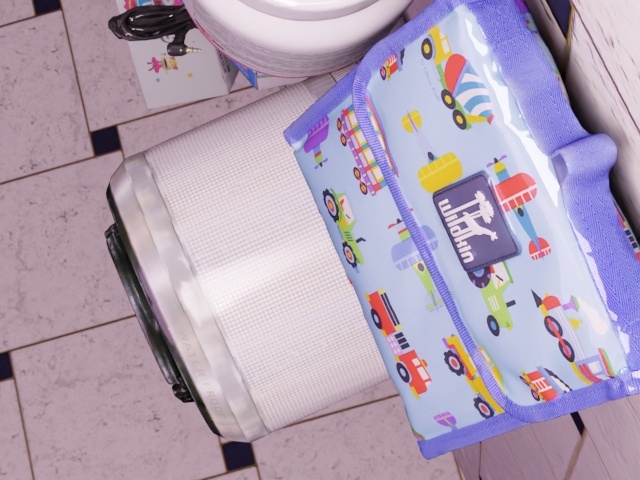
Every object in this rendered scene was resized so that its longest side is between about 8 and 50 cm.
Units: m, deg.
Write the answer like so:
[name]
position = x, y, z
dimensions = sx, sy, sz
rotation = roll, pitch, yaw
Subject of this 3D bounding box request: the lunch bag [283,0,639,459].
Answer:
[lunch bag]
position = 0.107, -0.014, 1.069
dimensions = 0.221, 0.138, 0.293
rotation = 67, 165, 5

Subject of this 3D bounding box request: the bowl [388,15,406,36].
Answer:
[bowl]
position = 0.034, -0.178, 1.575
dimensions = 0.142, 0.053, 0.142
rotation = -119, 5, -62

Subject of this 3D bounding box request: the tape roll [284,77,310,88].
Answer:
[tape roll]
position = -0.008, -0.204, 1.983
dimensions = 0.321, 0.077, 0.321
rotation = 156, 90, -87

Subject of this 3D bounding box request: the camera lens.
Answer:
[camera lens]
position = 0.000, 0.000, 1.384
dimensions = 0.219, 0.274, 0.219
rotation = 156, 90, -88

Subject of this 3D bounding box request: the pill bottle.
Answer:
[pill bottle]
position = -0.011, -0.186, 1.168
dimensions = 0.283, 0.160, 0.160
rotation = -172, 58, -87

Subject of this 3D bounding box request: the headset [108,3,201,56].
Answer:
[headset]
position = -0.094, -0.311, 1.488
dimensions = 0.394, 0.185, 0.243
rotation = 87, 163, -50

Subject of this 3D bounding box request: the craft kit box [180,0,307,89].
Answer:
[craft kit box]
position = -0.080, -0.296, 1.767
dimensions = 0.250, 0.061, 0.247
rotation = -128, 29, -55

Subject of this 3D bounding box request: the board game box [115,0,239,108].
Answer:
[board game box]
position = -0.139, -0.305, 2.107
dimensions = 0.303, 0.097, 0.224
rotation = -73, -29, -63
